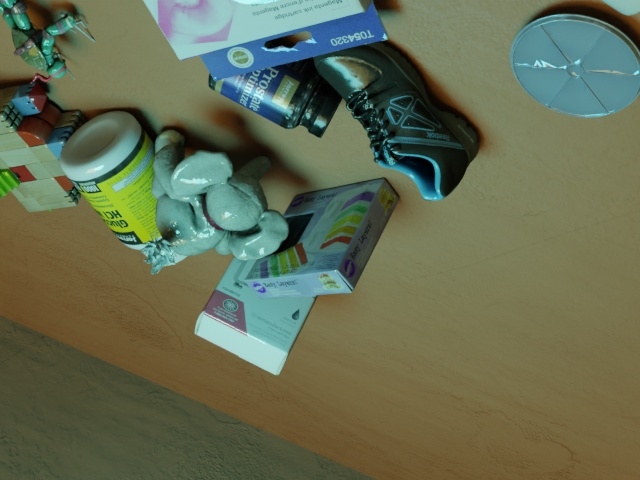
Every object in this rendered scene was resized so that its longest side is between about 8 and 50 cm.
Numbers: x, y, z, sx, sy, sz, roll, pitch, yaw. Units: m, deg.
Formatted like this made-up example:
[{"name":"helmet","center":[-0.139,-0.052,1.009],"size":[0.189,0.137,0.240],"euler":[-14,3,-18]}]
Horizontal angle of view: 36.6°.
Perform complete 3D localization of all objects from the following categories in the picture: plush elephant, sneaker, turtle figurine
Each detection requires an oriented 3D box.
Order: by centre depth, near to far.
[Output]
[{"name":"sneaker","center":[0.119,-0.208,1.614],"size":[0.341,0.140,0.125],"euler":[37,150,-13]},{"name":"turtle figurine","center":[-0.541,-0.396,1.862],"size":[0.175,0.118,0.234],"euler":[-11,127,45]},{"name":"plush elephant","center":[-0.202,-0.083,1.939],"size":[0.255,0.330,0.272],"euler":[-20,121,27]}]

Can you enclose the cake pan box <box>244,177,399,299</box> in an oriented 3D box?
[{"name":"cake pan box","center":[0.000,0.000,1.905],"size":[0.267,0.246,0.070],"euler":[-7,131,44]}]

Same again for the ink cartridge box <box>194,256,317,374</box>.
[{"name":"ink cartridge box","center":[-0.119,0.119,2.129],"size":[0.207,0.283,0.117],"euler":[26,145,1]}]

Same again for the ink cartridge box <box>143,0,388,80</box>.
[{"name":"ink cartridge box","center":[-0.104,-0.378,1.448],"size":[0.324,0.071,0.330],"euler":[-10,134,24]}]

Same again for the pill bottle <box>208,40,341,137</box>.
[{"name":"pill bottle","center":[-0.074,-0.270,1.682],"size":[0.219,0.123,0.123],"euler":[28,148,-1]}]

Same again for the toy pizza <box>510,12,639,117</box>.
[{"name":"toy pizza","center":[0.383,-0.263,1.441],"size":[0.201,0.032,0.201],"euler":[20,149,12]}]

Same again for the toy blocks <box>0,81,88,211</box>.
[{"name":"toy blocks","center":[-0.614,-0.207,2.156],"size":[0.261,0.191,0.381],"euler":[-7,137,26]}]

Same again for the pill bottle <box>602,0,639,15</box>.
[{"name":"pill bottle","center":[0.249,-0.441,1.100],"size":[0.392,0.224,0.224],"euler":[32,148,-7]}]

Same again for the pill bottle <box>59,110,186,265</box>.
[{"name":"pill bottle","center":[-0.398,-0.102,2.101],"size":[0.188,0.188,0.334],"euler":[2,140,34]}]
